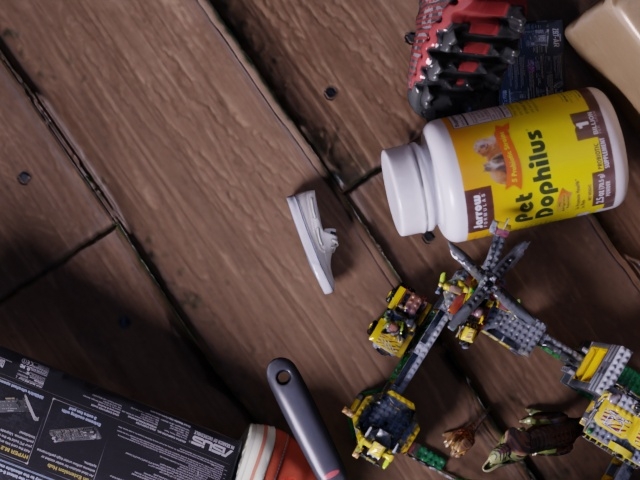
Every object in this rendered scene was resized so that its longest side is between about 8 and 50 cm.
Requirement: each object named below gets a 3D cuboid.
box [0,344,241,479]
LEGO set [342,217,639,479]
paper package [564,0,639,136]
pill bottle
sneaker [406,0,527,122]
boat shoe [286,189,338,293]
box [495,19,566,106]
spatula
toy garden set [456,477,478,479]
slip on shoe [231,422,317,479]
[{"bbox_3d":[-0.246,0.240,1.715,0.307,0.076,0.242,23,61,-13],"label":"box"},{"bbox_3d":[0.190,0.164,1.763,0.331,0.192,0.255,40,86,-3],"label":"LEGO set"},{"bbox_3d":[0.388,-0.125,1.726,0.168,0.309,0.325,-38,91,0],"label":"paper package"},{"bbox_3d":[0.170,-0.067,1.804,0.215,0.117,0.117,-13,90,-4],"label":"pill bottle"},{"bbox_3d":[0.138,-0.247,1.817,0.097,0.135,0.276,5,114,-33],"label":"sneaker"},{"bbox_3d":[0.000,0.000,1.833,0.035,0.035,0.100,-20,84,-2],"label":"boat shoe"},{"bbox_3d":[0.200,-0.168,1.858,0.067,0.018,0.083,-4,89,-4],"label":"box"},{"bbox_3d":[0.025,0.239,1.751,0.084,0.030,0.296,-26,96,-1],"label":"spatula"},{"bbox_3d":[0.226,0.324,1.754,0.244,0.049,0.204,8,122,-2],"label":"toy garden set"},{"bbox_3d":[-0.067,0.337,1.782,0.101,0.123,0.331,18,83,-8],"label":"slip on shoe"}]
